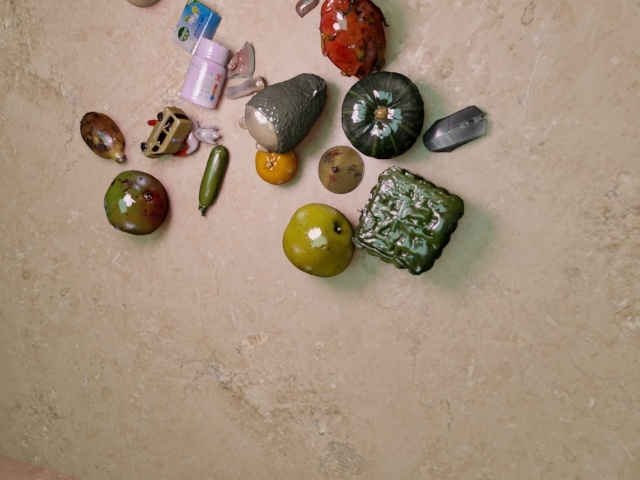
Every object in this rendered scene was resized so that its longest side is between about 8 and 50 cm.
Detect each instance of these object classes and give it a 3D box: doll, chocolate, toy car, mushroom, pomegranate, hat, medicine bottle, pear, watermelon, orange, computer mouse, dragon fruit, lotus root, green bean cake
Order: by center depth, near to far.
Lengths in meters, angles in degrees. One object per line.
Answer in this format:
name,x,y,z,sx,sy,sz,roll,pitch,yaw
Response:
computer mouse,0.470,-0.386,1.466,0.231,0.071,0.126,-20,89,21
dragon fruit,0.114,-0.721,1.471,0.315,0.250,0.250,33,113,-32
green bean cake,0.307,-0.076,1.489,0.334,0.218,0.319,26,105,14
doll,-0.124,-0.481,1.557,0.247,0.247,0.349,41,73,11
pear,0.000,0.000,1.585,0.293,0.294,0.295,3,98,20
chocolate,-0.057,-0.918,1.617,0.100,0.031,0.065,-29,82,22
hat,0.068,-0.275,1.624,0.192,0.082,0.193,2,97,19
orange,-0.179,-0.311,1.676,0.177,0.155,0.178,-3,83,24
watermelon,-0.318,-0.733,1.721,0.101,0.080,0.155,26,90,6
medicine bottle,-0.472,-0.688,1.735,0.151,0.152,0.255,26,105,15
mushroom,-0.314,-0.630,1.741,0.201,0.054,0.059,-9,88,26
toy car,-0.652,-0.435,1.772,0.124,0.101,0.257,47,116,14
doll,-0.607,-0.465,1.848,0.383,0.099,0.189,7,100,26
pomegranate,-0.852,-0.171,1.882,0.323,0.290,0.291,9,100,28
lotus root,-1.021,-0.487,1.967,0.169,0.141,0.314,-44,82,24

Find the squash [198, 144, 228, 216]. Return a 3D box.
squash,-0.476,-0.257,1.827,0.087,0.087,0.332,27,106,15

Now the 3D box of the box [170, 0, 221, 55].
box,-0.527,-0.895,1.770,0.139,0.073,0.194,37,108,12

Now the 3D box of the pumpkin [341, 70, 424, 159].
pumpkin,0.220,-0.437,1.485,0.299,0.207,0.301,1,97,6

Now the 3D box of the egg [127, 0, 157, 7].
egg,-0.750,-1.113,1.766,0.185,0.186,0.242,30,96,15
